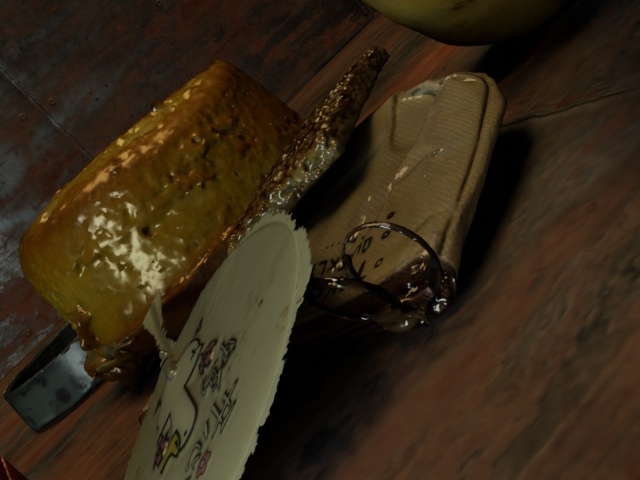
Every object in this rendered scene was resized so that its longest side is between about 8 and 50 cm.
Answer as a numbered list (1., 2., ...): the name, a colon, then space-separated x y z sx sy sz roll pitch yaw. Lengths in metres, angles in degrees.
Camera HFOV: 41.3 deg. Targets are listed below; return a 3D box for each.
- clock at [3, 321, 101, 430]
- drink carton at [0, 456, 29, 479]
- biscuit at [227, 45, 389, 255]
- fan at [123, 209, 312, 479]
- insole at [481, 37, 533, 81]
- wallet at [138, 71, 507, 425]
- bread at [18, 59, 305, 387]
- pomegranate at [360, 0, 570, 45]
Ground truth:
1. clock: -0.301 0.123 1.187 0.325 0.067 0.325 -41 12 10
2. drink carton: -0.266 0.248 0.603 0.096 0.071 0.223 -43 10 2
3. biscuit: -0.007 -0.076 0.661 0.131 0.025 0.231 -47 9 28
4. fan: -0.097 0.081 0.553 0.233 0.012 0.414 -64 17 -5
5. insole: 0.096 -0.095 0.776 0.253 0.005 0.086 -42 12 7
6. wallet: 0.002 0.003 0.584 0.335 0.068 0.275 -34 17 45
7. bread: -0.161 -0.026 0.918 0.358 0.204 0.337 -50 8 -21
8. pomegranate: 0.137 -0.344 0.752 0.332 0.332 0.332 -41 12 10
